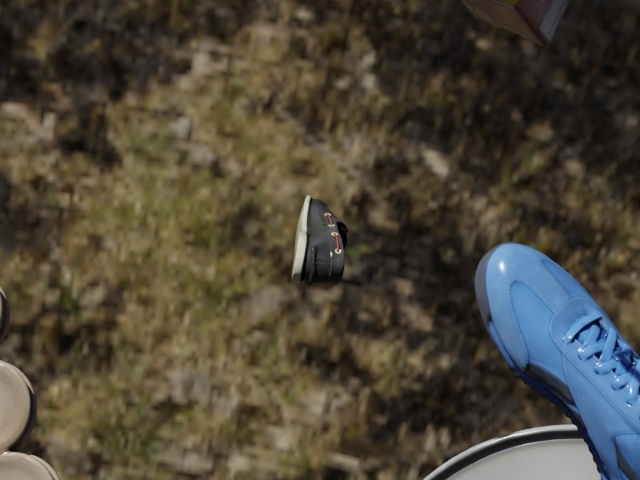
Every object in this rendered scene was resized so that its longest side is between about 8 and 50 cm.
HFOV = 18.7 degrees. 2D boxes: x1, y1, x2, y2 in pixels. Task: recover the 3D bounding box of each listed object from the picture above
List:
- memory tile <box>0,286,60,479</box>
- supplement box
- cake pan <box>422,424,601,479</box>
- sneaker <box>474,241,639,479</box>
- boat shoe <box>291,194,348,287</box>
[{"bbox_3d":[-0.173,0.083,0.735,0.148,0.012,0.113,-22,78,12],"label":"memory tile"},{"bbox_3d":[0.113,-0.156,1.167,0.055,0.083,0.043,26,86,25],"label":"supplement box"},{"bbox_3d":[0.174,0.269,1.336,0.293,0.293,0.054,12,21,-1],"label":"cake pan"},{"bbox_3d":[0.172,0.082,1.110,0.069,0.082,0.209,-34,89,-31],"label":"sneaker"},{"bbox_3d":[0.000,0.002,1.520,0.042,0.049,0.133,7,20,-3],"label":"boat shoe"}]
